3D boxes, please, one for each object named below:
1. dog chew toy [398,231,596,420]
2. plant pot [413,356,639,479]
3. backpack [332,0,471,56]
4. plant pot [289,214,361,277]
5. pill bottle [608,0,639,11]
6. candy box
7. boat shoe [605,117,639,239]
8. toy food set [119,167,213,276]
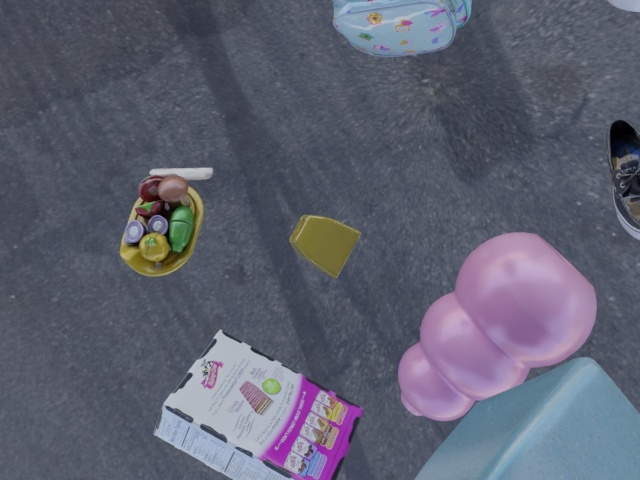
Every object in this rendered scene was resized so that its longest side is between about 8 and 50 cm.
[{"bbox_3d":[0.250,0.147,0.961,0.206,0.206,0.332,42,105,-2],"label":"dog chew toy"},{"bbox_3d":[0.221,0.319,0.665,0.248,0.252,0.247,53,150,12],"label":"plant pot"},{"bbox_3d":[0.099,-0.299,0.745,0.165,0.188,0.144,-2,92,25],"label":"backpack"},{"bbox_3d":[0.000,0.000,0.981,0.083,0.081,0.081,31,85,-14],"label":"plant pot"},{"bbox_3d":[0.452,-0.462,0.819,0.160,0.160,0.283,-8,131,12],"label":"pill bottle"},{"bbox_3d":[-0.077,0.240,0.837,0.233,0.159,0.071,29,125,4],"label":"candy box"},{"bbox_3d":[0.488,-0.104,0.977,0.080,0.229,0.076,-16,135,32],"label":"boat shoe"},{"bbox_3d":[-0.266,-0.052,1.053,0.128,0.071,0.218,6,64,8],"label":"toy food set"}]
